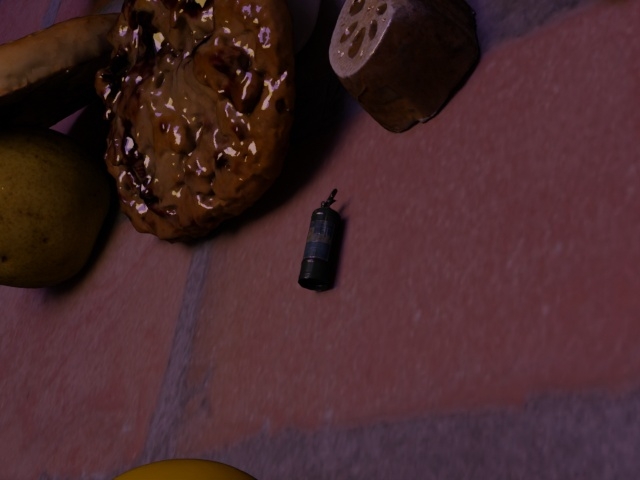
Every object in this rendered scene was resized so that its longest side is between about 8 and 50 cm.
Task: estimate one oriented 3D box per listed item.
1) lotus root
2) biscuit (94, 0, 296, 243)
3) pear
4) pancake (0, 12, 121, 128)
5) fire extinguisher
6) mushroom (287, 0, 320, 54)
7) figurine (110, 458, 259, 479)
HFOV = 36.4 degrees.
[{"bbox_3d":[0.062,-0.158,0.798,0.112,0.081,0.122,-40,39,38],"label":"lotus root"},{"bbox_3d":[-0.137,-0.148,0.939,0.334,0.081,0.290,-38,62,47],"label":"biscuit"},{"bbox_3d":[-0.353,-0.044,1.132,0.197,0.197,0.197,-31,44,35],"label":"pear"},{"bbox_3d":[-0.362,-0.182,1.170,0.386,0.082,0.387,-24,5,2],"label":"pancake"},{"bbox_3d":[0.000,0.000,0.799,0.038,0.025,0.083,136,149,-61],"label":"fire extinguisher"},{"bbox_3d":[-0.056,-0.264,1.013,0.116,0.093,0.225,-27,34,12],"label":"mushroom"},{"bbox_3d":[-0.137,0.275,0.645,0.343,0.187,0.215,-35,51,40],"label":"figurine"}]
